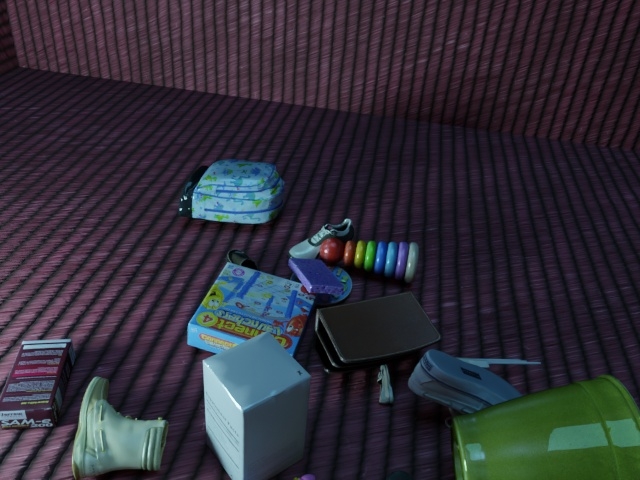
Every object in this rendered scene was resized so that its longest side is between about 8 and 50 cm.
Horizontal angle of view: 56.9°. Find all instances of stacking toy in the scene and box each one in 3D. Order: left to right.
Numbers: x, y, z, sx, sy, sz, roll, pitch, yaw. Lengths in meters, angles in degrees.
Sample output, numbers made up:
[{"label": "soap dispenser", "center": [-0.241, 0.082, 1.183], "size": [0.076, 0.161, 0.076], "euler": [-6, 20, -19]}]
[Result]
[{"label": "stacking toy", "center": [0.161, 0.055, 2.010], "size": [0.331, 0.141, 0.141], "euler": [8, 35, 4]}]

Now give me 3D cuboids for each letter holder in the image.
[{"label": "letter holder", "center": [0.159, 0.290, 1.665], "size": [0.302, 0.152, 0.214], "euler": [-9, 39, -19]}]

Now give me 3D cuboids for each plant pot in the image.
[{"label": "plant pot", "center": [0.474, 0.489, 1.280], "size": [0.353, 0.366, 0.366], "euler": [-5, 34, 5]}]

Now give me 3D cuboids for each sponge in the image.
[{"label": "sponge", "center": [-0.015, 0.112, 1.878], "size": [0.117, 0.031, 0.210], "euler": [5, 21, -25]}]

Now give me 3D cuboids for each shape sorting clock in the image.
[{"label": "shape sorting clock", "center": [0.002, 0.140, 1.954], "size": [0.206, 0.040, 0.206], "euler": [3, 34, -2]}]

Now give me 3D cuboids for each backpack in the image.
[{"label": "backpack", "center": [-0.312, -0.182, 2.229], "size": [0.356, 0.273, 0.290], "euler": [20, 29, 1]}]

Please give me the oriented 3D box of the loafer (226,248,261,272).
[{"label": "loafer", "center": [-0.244, 0.085, 1.966], "size": [0.080, 0.078, 0.220], "euler": [-19, 41, -31]}]

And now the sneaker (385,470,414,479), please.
[{"label": "sneaker", "center": [0.207, 0.578, 1.238], "size": [0.107, 0.162, 0.281], "euler": [-1, 35, -9]}]

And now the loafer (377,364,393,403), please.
[{"label": "loafer", "center": [0.172, 0.391, 1.613], "size": [0.039, 0.045, 0.125], "euler": [-4, 38, -1]}]

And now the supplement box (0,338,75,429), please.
[{"label": "supplement box", "center": [-0.721, 0.362, 1.510], "size": [0.130, 0.073, 0.239], "euler": [-1, 34, -8]}]

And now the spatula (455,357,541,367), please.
[{"label": "spatula", "center": [0.481, 0.345, 1.663], "size": [0.242, 0.019, 0.168], "euler": [3, -9, -8]}]

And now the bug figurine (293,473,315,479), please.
[{"label": "bug figurine", "center": [-0.042, 0.605, 1.248], "size": [0.279, 0.072, 0.216], "euler": [28, 41, 30]}]

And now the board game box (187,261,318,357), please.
[{"label": "board game box", "center": [-0.190, 0.221, 1.745], "size": [0.309, 0.086, 0.302], "euler": [16, 35, 5]}]

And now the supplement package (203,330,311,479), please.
[{"label": "supplement package", "center": [-0.148, 0.391, 1.350], "size": [0.178, 0.292, 0.175], "euler": [-20, 42, -33]}]

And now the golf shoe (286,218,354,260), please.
[{"label": "golf shoe", "center": [0.000, 0.000, 2.090], "size": [0.273, 0.120, 0.105], "euler": [-20, 43, -30]}]

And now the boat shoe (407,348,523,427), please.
[{"label": "boat shoe", "center": [0.379, 0.418, 1.528], "size": [0.367, 0.156, 0.135], "euler": [25, 23, -23]}]

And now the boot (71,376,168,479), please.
[{"label": "boot", "center": [-0.468, 0.437, 1.414], "size": [0.204, 0.095, 0.262], "euler": [-2, 37, -9]}]
